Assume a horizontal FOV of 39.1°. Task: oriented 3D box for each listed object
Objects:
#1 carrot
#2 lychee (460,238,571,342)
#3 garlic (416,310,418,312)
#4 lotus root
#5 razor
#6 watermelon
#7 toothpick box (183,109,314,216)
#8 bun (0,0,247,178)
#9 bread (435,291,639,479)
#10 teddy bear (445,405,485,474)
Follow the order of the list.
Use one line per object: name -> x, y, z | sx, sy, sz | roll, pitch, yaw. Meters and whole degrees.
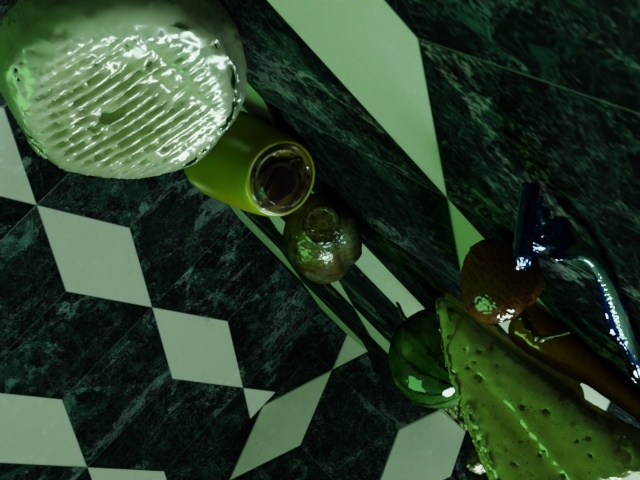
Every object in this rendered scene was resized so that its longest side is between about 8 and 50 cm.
carrot -> 0.357, 0.174, 1.235 | 0.256, 0.061, 0.061 | 39, 172, 13
lychee -> 0.223, 0.064, 1.093 | 0.114, 0.101, 0.140 | 103, 161, -69
garlic -> 0.255, 0.207, 1.905 | 0.152, 0.066, 0.084 | 44, 171, 16
lotus root -> 0.000, 0.000, 1.805 | 0.160, 0.152, 0.275 | 51, 173, 14
razor -> 0.300, 0.066, 0.962 | 0.056, 0.093, 0.324 | -12, 138, 37
watermelon -> 0.215, 0.219, 1.724 | 0.214, 0.188, 0.188 | 39, 172, 47
toothpick box -> -0.128, -0.139, 1.649 | 0.175, 0.175, 0.271 | 49, 168, -34
bun -> -0.283, -0.257, 1.290 | 0.211, 0.359, 0.360 | 63, -175, 37
bread -> 0.327, 0.207, 1.310 | 0.248, 0.278, 0.316 | 2, -104, -70
teddy bear -> 0.362, 0.380, 1.756 | 0.222, 0.246, 0.296 | 16, -143, -12
